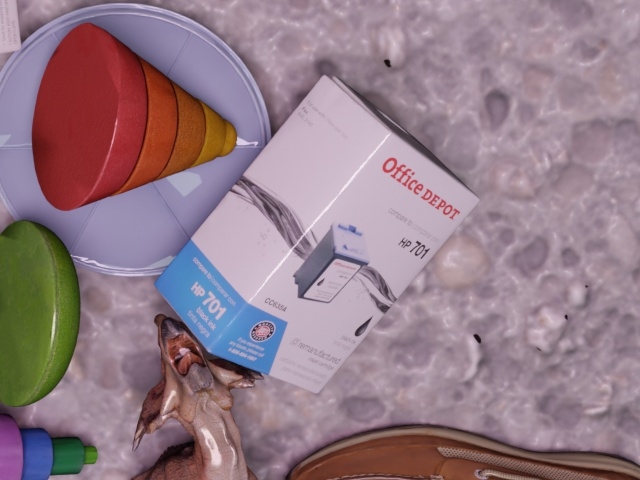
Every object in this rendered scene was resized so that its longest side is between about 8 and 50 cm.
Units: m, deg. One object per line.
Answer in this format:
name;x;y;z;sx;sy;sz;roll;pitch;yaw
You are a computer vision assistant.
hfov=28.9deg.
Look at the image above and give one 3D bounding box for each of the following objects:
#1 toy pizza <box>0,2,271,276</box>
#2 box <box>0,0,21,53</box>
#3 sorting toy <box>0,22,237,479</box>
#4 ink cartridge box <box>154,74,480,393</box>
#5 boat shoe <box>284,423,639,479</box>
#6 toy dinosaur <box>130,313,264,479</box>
toy pizza;-0.135;-0.070;0.883;0.201;0.032;0.201;-1;111;-3
box;-0.244;-0.277;0.775;0.067;0.063;0.324;-19;116;-38
sorting toy;-0.153;0.032;0.868;0.126;0.127;0.365;5;118;-37
ink cartridge box;0.000;0.000;0.871;0.190;0.082;0.140;-49;143;9
boat shoe;0.132;0.220;0.962;0.324;0.120;0.122;2;106;-8
toy dinosaur;-0.101;0.193;0.920;0.200;0.127;0.295;55;127;22
